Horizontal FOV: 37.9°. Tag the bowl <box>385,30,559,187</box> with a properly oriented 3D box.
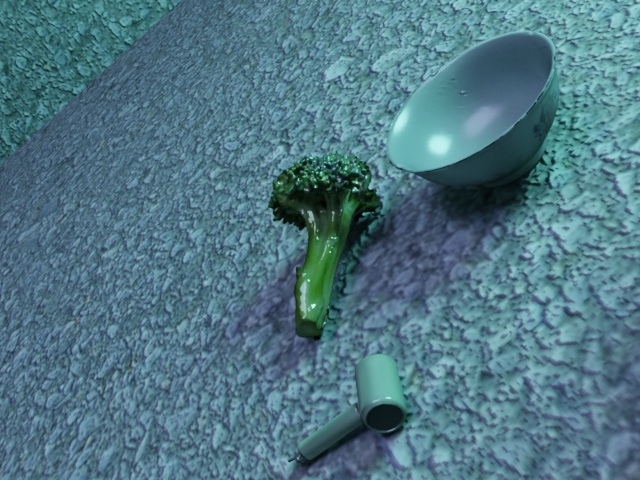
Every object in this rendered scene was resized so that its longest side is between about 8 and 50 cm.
[{"bbox_3d":[0.164,-0.108,0.903,0.189,0.086,0.189,-32,30,21],"label":"bowl"}]

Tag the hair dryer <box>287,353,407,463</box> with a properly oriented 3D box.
[{"bbox_3d":[0.018,0.153,0.789,0.124,0.038,0.063,-40,26,20],"label":"hair dryer"}]

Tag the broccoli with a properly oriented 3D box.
[{"bbox_3d":[0.000,0.001,0.953,0.122,0.118,0.204,-5,56,19],"label":"broccoli"}]
